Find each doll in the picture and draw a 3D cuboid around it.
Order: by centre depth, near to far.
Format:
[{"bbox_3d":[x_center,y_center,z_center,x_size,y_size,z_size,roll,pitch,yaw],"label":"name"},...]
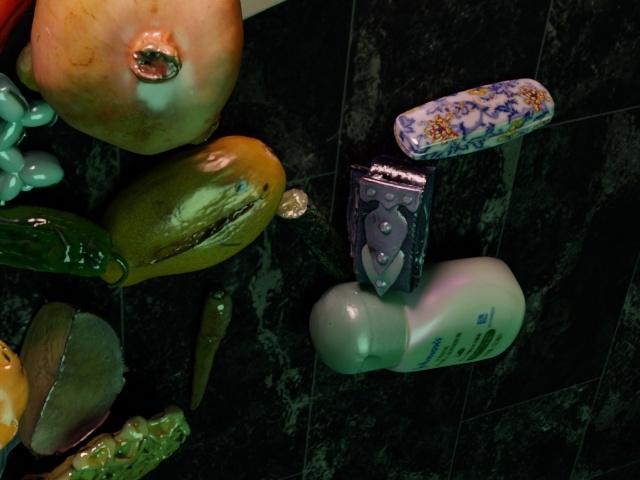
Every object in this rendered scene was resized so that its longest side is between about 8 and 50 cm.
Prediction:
[{"bbox_3d":[-0.380,-0.115,1.526,0.159,0.059,0.159,22,111,-42],"label":"doll"}]

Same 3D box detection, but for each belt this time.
[{"bbox_3d":[0.099,-0.028,1.862,0.128,0.122,0.218,13,125,14],"label":"belt"}]

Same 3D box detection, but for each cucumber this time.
[{"bbox_3d":[0.000,0.000,1.873,0.058,0.052,0.214,-21,140,16],"label":"cucumber"}]

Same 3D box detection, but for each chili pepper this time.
[{"bbox_3d":[-0.371,0.004,1.591,0.257,0.074,0.100,7,93,-9],"label":"chili pepper"}]

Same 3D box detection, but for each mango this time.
[{"bbox_3d":[-0.179,-0.032,1.680,0.295,0.120,0.177,-34,137,-1],"label":"mango"}]

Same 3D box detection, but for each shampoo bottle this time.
[{"bbox_3d":[0.146,0.126,1.999,0.350,0.151,0.222,-5,146,-29],"label":"shampoo bottle"}]

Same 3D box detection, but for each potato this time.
[{"bbox_3d":[-0.354,0.181,1.772,0.138,0.098,0.243,4,115,-48],"label":"potato"}]

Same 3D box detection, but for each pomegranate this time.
[{"bbox_3d":[-0.194,-0.218,1.355,0.229,0.270,0.252,15,111,-25],"label":"pomegranate"}]

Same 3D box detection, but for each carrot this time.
[{"bbox_3d":[-0.175,0.171,1.915,0.049,0.049,0.254,-6,131,-29],"label":"carrot"}]

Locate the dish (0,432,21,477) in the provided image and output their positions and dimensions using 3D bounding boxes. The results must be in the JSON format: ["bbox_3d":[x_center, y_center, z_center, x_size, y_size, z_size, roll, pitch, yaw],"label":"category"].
[{"bbox_3d":[-0.548,0.308,1.761,0.236,0.086,0.228,-45,136,4],"label":"dish"}]

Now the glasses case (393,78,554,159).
[{"bbox_3d":[0.229,-0.179,1.839,0.248,0.087,0.065,-18,146,-20],"label":"glasses case"}]

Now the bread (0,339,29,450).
[{"bbox_3d":[-0.507,0.182,1.594,0.270,0.143,0.195,30,71,-27],"label":"bread"}]

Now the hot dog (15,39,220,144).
[{"bbox_3d":[-0.244,-0.181,1.550,0.289,0.068,0.083,16,119,-43],"label":"hot dog"}]

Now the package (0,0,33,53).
[{"bbox_3d":[-0.480,-0.272,1.263,0.424,0.123,0.196,26,97,-45],"label":"package"}]

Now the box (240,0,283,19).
[{"bbox_3d":[-0.123,-0.418,1.434,0.205,0.051,0.365,-26,136,-8],"label":"box"}]

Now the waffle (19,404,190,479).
[{"bbox_3d":[-0.325,0.352,1.866,0.297,0.073,0.317,-29,164,-17],"label":"waffle"}]
